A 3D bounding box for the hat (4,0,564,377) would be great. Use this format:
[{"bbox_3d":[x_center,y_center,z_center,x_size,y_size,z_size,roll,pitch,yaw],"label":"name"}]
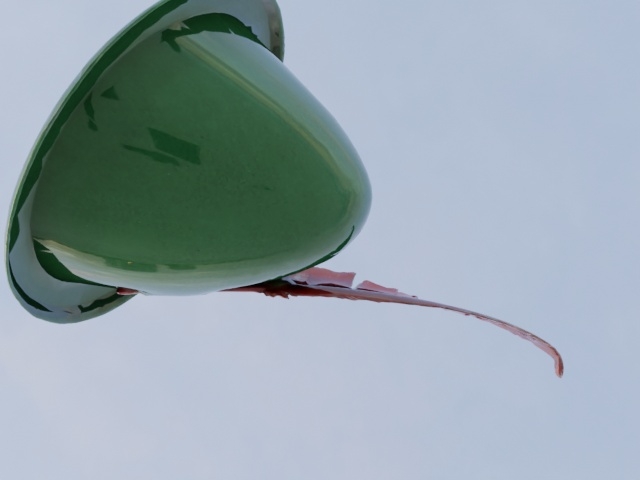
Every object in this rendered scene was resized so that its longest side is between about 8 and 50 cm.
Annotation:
[{"bbox_3d":[0.000,0.000,0.757,0.183,0.208,0.173,34,-46,21],"label":"hat"}]
